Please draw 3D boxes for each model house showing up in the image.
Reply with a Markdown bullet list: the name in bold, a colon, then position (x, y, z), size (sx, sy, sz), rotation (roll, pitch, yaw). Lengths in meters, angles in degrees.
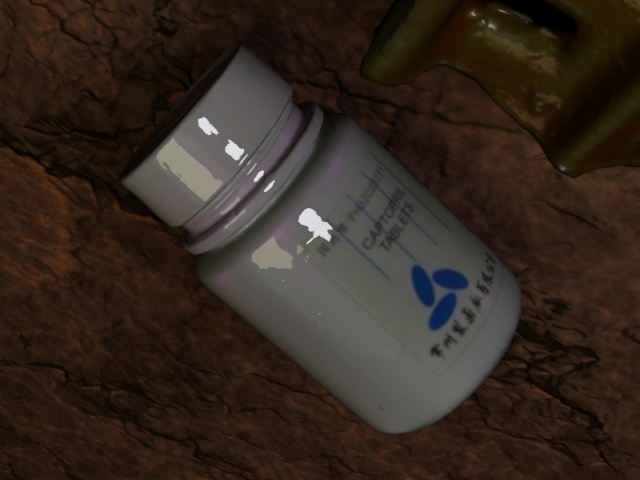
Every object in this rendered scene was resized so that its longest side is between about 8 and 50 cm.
- **model house**: position (0.192, -0.148, 0.609), size (0.239, 0.173, 0.268), rotation (34, 144, -5)

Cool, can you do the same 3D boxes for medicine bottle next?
- **medicine bottle**: position (0.000, 0.000, 0.898), size (0.293, 0.170, 0.170), rotation (41, 140, -16)
